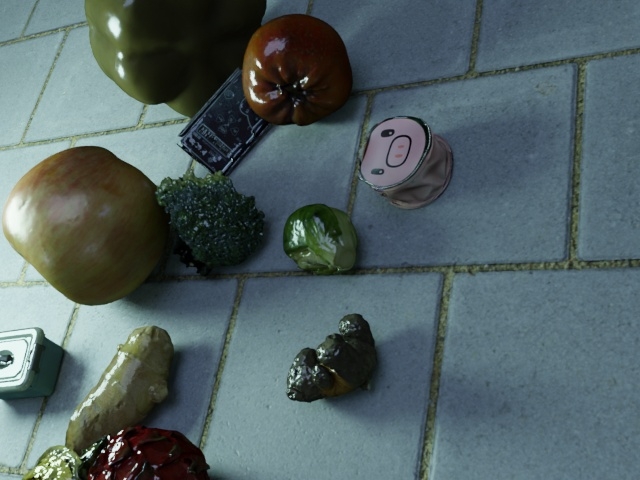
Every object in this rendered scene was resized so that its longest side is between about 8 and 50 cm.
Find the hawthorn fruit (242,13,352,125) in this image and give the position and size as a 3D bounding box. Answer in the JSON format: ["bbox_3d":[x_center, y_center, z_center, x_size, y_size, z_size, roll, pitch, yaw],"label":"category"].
[{"bbox_3d":[-0.057,-0.434,1.851,0.277,0.277,0.298,-21,45,17],"label":"hawthorn fruit"}]

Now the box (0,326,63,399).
[{"bbox_3d":[-0.760,0.311,1.871,0.227,0.130,0.162,-11,58,25],"label":"box"}]

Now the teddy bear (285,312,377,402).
[{"bbox_3d":[0.017,0.252,1.487,0.190,0.140,0.177,-26,10,25],"label":"teddy bear"}]

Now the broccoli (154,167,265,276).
[{"bbox_3d":[-0.275,-0.051,1.790,0.243,0.263,0.247,-125,51,-67],"label":"broccoli"}]

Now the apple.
[{"bbox_3d":[-0.550,-0.043,1.805,0.391,0.391,0.346,32,77,38],"label":"apple"}]

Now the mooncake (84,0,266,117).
[{"bbox_3d":[-0.364,-0.556,1.961,0.467,0.467,0.262,-41,51,1],"label":"mooncake"}]

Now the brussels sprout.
[{"bbox_3d":[0.002,-0.008,1.637,0.183,0.131,0.145,5,70,36],"label":"brussels sprout"}]

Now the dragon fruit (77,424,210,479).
[{"bbox_3d":[-0.329,0.487,1.462,0.298,0.244,0.244,25,76,22],"label":"dragon fruit"}]

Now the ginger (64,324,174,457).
[{"bbox_3d":[-0.447,0.352,1.683,0.190,0.126,0.354,36,86,28],"label":"ginger"}]

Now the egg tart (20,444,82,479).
[{"bbox_3d":[-0.558,0.569,1.569,0.279,0.095,0.279,-5,83,46],"label":"egg tart"}]

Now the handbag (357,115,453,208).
[{"bbox_3d":[0.185,-0.174,1.644,0.179,0.116,0.205,1,64,31],"label":"handbag"}]

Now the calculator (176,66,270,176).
[{"bbox_3d":[-0.231,-0.307,1.955,0.165,0.028,0.274,40,87,0],"label":"calculator"}]
